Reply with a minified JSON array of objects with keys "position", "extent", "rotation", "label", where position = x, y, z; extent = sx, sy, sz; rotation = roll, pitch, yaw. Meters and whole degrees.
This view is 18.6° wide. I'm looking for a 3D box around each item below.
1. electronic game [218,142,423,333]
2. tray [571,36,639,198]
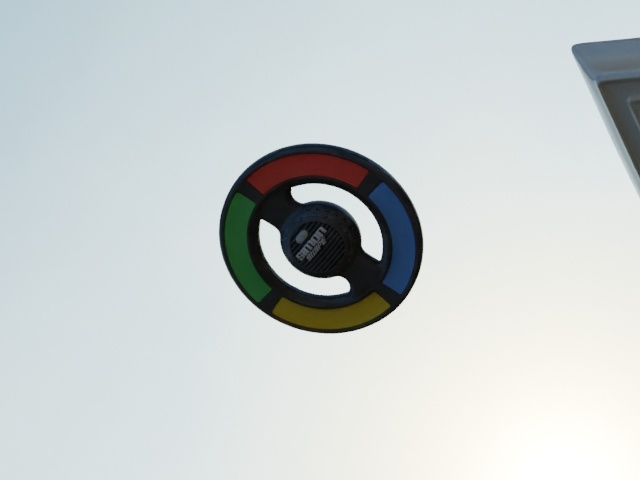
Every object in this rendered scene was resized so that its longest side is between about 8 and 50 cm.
[{"position":[0.000,0.000,2.159],"extent":[0.229,0.229,0.048],"rotation":[-49,8,28],"label":"electronic game"},{"position":[0.352,-0.091,1.921],"extent":[0.270,0.145,0.030],"rotation":[58,-138,-37],"label":"tray"}]
